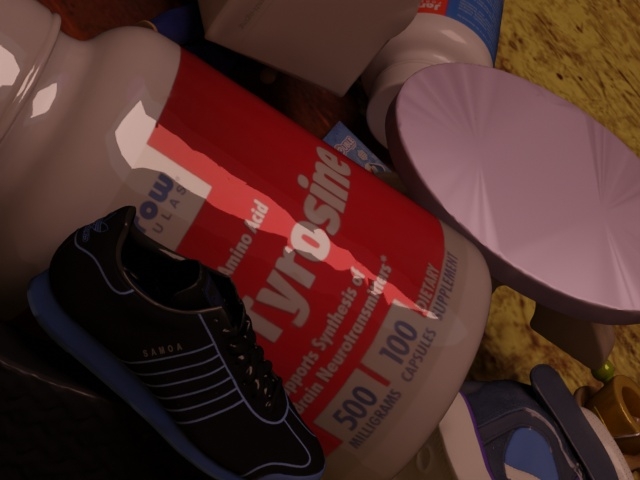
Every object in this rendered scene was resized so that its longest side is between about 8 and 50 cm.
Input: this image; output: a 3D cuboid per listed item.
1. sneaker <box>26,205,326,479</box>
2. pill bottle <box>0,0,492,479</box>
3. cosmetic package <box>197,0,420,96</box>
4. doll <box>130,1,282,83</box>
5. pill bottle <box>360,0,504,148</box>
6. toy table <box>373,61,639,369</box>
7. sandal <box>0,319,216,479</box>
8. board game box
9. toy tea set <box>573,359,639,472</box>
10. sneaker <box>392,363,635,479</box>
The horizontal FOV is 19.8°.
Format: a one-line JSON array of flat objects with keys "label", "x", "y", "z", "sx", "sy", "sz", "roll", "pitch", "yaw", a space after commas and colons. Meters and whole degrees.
[{"label": "sneaker", "x": -0.071, "y": 0.074, "z": 1.149, "sx": 0.232, "sy": 0.090, "sz": 0.081, "roll": 39, "pitch": 28, "yaw": -19}, {"label": "pill bottle", "x": -0.101, "y": -0.002, "z": 1.284, "sx": 0.407, "sy": 0.229, "sz": 0.229, "roll": 33, "pitch": 41, "yaw": -18}, {"label": "cosmetic package", "x": -0.017, "y": -0.327, "z": 1.615, "sx": 0.155, "sy": 0.197, "sz": 0.366, "roll": 21, "pitch": 34, "yaw": -30}, {"label": "doll", "x": -0.087, "y": -0.184, "z": 1.592, "sx": 0.189, "sy": 0.046, "sz": 0.129, "roll": -25, "pitch": 77, "yaw": -49}, {"label": "pill bottle", "x": 0.103, "y": -0.182, "z": 1.701, "sx": 0.124, "sy": 0.124, "sz": 0.221, "roll": 32, "pitch": 41, "yaw": -18}, {"label": "toy table", "x": 0.157, "y": -0.009, "z": 1.511, "sx": 0.274, "sy": 0.161, "sz": 0.252, "roll": 45, "pitch": 56, "yaw": 9}, {"label": "sandal", "x": -0.260, "y": 0.082, "z": 1.156, "sx": 0.445, "sy": 0.167, "sz": 0.107, "roll": 33, "pitch": 16, "yaw": -29}, {"label": "board game box", "x": 0.026, "y": -0.050, "z": 1.604, "sx": 0.090, "sy": 0.020, "sz": 0.090, "roll": 43, "pitch": 40, "yaw": -4}, {"label": "toy tea set", "x": 0.363, "y": 0.231, "z": 1.571, "sx": 0.200, "sy": 0.124, "sz": 0.336, "roll": -2, "pitch": 59, "yaw": -58}, {"label": "sneaker", "x": 0.182, "y": 0.248, "z": 1.411, "sx": 0.236, "sy": 0.130, "sz": 0.323, "roll": 13, "pitch": 45, "yaw": -30}]
